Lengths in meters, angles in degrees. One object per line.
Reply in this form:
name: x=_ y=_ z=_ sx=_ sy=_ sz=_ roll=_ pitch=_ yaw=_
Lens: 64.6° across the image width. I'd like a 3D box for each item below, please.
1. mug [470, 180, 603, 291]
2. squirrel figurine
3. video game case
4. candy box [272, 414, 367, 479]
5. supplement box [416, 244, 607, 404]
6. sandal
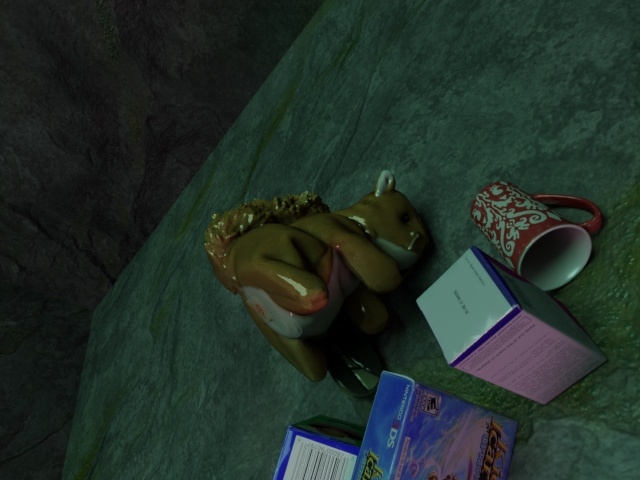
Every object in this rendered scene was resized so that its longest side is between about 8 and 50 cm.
mug: x=0.329 y=-0.017 z=0.784 sx=0.169 sy=0.150 sz=0.113 roll=-115 pitch=22 yaw=-57
squirrel figurine: x=0.000 y=0.000 z=0.977 sx=0.397 sy=0.281 sz=0.370 roll=31 pitch=57 yaw=33
video game case: x=0.139 y=0.330 z=0.637 sx=0.061 sy=0.244 sz=0.270 roll=1 pitch=68 yaw=51
candy box: x=-0.008 y=0.408 z=0.744 sx=0.317 sy=0.122 sz=0.268 roll=69 pitch=-143 yaw=-74
supplement box: x=0.250 y=0.116 z=0.661 sx=0.114 sy=0.220 sz=0.111 roll=-49 pitch=34 yaw=23
sandal: x=0.031 y=0.197 z=1.030 sx=0.120 sy=0.086 sz=0.303 roll=-22 pitch=51 yaw=-4
